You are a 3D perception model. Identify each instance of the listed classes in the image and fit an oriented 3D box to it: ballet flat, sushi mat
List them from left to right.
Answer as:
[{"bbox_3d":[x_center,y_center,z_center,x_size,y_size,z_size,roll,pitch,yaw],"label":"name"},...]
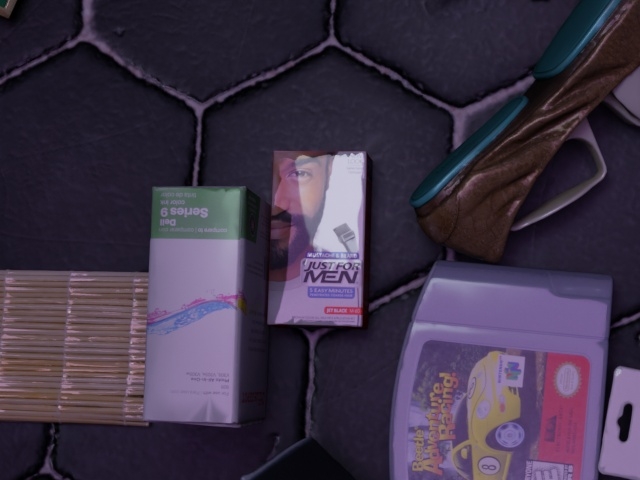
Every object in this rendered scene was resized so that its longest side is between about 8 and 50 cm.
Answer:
[{"bbox_3d":[-0.313,0.104,1.350,0.317,0.019,0.151,1,83,7],"label":"sushi mat"},{"bbox_3d":[0.232,-0.116,1.267,0.124,0.116,0.342,40,89,-11],"label":"ballet flat"}]

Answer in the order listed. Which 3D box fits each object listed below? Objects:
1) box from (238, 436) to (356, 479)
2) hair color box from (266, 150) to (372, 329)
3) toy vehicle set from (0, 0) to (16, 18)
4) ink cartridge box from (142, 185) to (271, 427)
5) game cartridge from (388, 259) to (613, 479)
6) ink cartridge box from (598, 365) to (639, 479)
[{"bbox_3d":[0.010,0.419,1.157,0.395,0.212,0.293,44,102,9],"label":"box"},{"bbox_3d":[0.000,0.000,1.304,0.093,0.053,0.167,0,83,8],"label":"hair color box"},{"bbox_3d":[-0.390,-0.344,1.312,0.267,0.035,0.166,23,88,-34],"label":"toy vehicle set"},{"bbox_3d":[-0.101,0.064,1.258,0.093,0.154,0.212,-1,84,7],"label":"ink cartridge box"},{"bbox_3d":[0.163,0.169,1.268,0.196,0.060,0.294,4,85,12],"label":"game cartridge"},{"bbox_3d":[0.347,0.177,1.238,0.180,0.060,0.104,10,86,8],"label":"ink cartridge box"}]
